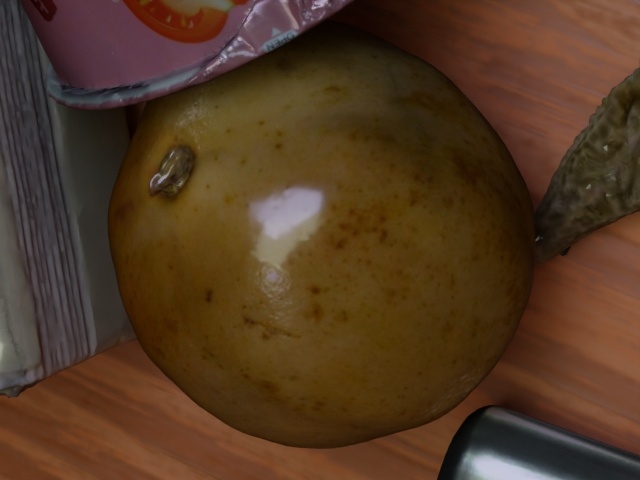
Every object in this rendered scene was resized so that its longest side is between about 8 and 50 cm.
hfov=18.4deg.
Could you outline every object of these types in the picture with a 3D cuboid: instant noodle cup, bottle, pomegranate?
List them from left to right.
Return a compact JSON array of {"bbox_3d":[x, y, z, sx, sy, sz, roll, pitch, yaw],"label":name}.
[{"bbox_3d":[-0.088,-0.222,0.985,0.243,0.243,0.231,-19,117,23],"label":"instant noodle cup"},{"bbox_3d":[-0.004,-0.002,1.033,0.233,0.233,0.233,3,98,22],"label":"pomegranate"},{"bbox_3d":[0.186,0.166,1.054,0.254,0.079,0.096,18,141,20],"label":"bottle"}]

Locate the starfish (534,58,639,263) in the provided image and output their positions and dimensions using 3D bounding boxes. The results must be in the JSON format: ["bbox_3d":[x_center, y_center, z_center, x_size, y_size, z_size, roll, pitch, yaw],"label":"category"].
[{"bbox_3d":[0.287,-0.094,0.981,0.324,0.082,0.432,35,106,18],"label":"starfish"}]

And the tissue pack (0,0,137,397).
[{"bbox_3d":[-0.278,-0.095,1.139,0.297,0.207,0.380,-6,94,22],"label":"tissue pack"}]
